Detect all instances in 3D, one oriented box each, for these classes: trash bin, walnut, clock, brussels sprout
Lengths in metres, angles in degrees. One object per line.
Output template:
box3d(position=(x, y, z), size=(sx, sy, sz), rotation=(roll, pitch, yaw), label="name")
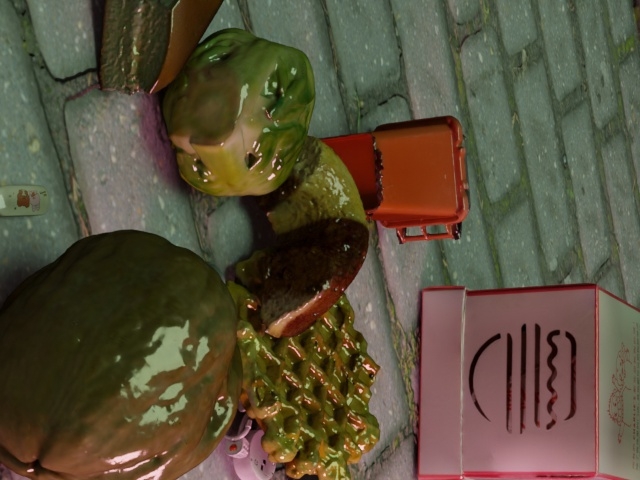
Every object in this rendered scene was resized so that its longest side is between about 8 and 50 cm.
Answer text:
box3d(position=(0.100, -0.082, 2.150), size=(0.238, 0.161, 0.185), rotation=(-8, 93, -54), label="trash bin")
box3d(position=(-0.206, 0.126, 1.472), size=(0.227, 0.283, 0.283), rotation=(116, -5, -53), label="walnut")
box3d(position=(-0.082, 0.238, 1.871), size=(0.087, 0.041, 0.129), rotation=(50, 40, -42), label="clock")
box3d(position=(-0.098, -0.149, 1.791), size=(0.223, 0.161, 0.223), rotation=(-36, 137, -42), label="brussels sprout")

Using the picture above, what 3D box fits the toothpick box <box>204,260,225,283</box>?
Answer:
box3d(position=(-0.154, 0.061, 1.755), size=(0.083, 0.052, 0.052), rotation=(-34, 116, -57), label="toothpick box")

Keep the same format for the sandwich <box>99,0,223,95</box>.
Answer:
box3d(position=(-0.168, -0.280, 1.689), size=(0.258, 0.094, 0.096), rotation=(-63, 151, -27), label="sandwich")

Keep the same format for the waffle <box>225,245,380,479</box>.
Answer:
box3d(position=(-0.021, 0.161, 1.919), size=(0.302, 0.068, 0.325), rotation=(-1, 73, -60), label="waffle")

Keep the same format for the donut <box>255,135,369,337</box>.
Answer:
box3d(position=(0.000, 0.000, 1.902), size=(0.151, 0.112, 0.295), rotation=(32, 44, -42), label="donut")

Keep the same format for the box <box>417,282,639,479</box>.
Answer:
box3d(position=(0.352, 0.245, 2.397), size=(0.312, 0.300, 0.314), rotation=(24, 65, -59), label="box")

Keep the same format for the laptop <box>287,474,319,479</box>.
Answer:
box3d(position=(-0.009, 0.302, 2.026), size=(0.135, 0.016, 0.197), rotation=(-34, 116, -59), label="laptop")

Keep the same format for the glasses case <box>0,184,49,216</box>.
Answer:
box3d(position=(-0.307, -0.041, 1.522), size=(0.083, 0.021, 0.032), rotation=(-4, 88, -62), label="glasses case")
